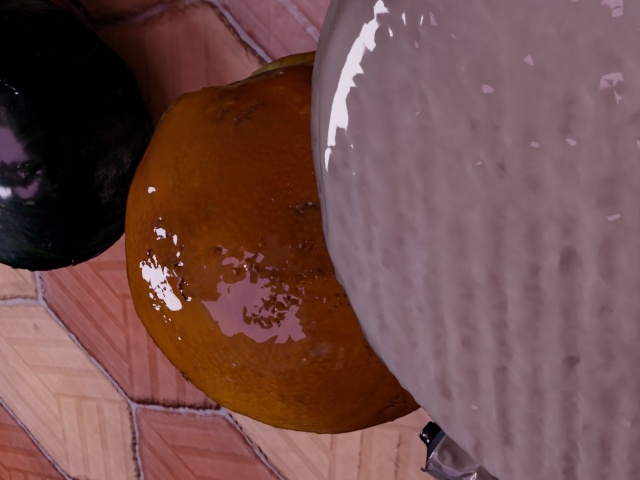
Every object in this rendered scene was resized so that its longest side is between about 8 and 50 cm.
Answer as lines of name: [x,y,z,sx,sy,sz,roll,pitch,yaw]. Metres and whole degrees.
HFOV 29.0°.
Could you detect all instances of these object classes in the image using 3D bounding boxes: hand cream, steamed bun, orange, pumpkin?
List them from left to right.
pumpkin: [-0.241,-0.086,0.989,0.233,0.163,0.233,26,137,27]
orange: [0.000,0.000,0.754,0.240,0.240,0.240,26,135,29]
hand cream: [0.178,0.204,0.892,0.248,0.052,0.075,30,163,16]
steamed bun: [0.184,-0.040,0.525,0.374,0.241,0.374,22,131,27]
